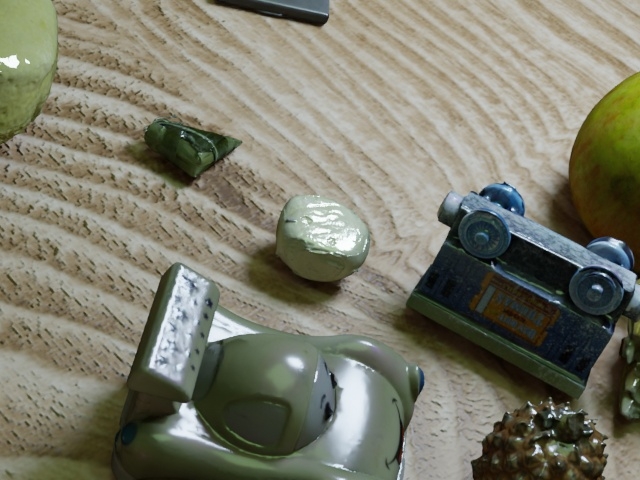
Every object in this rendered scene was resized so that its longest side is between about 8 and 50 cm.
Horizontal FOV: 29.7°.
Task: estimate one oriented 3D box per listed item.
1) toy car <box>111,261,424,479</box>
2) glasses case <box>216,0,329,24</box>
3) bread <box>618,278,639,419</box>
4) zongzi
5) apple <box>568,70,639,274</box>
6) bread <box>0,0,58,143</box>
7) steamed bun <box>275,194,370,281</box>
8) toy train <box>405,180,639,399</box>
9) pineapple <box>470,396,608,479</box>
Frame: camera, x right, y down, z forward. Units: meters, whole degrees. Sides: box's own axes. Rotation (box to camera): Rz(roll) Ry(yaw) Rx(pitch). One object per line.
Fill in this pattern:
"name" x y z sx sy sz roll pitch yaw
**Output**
"toy car" -0.049 0.186 1.365 0.336 0.226 0.242 16 46 -4
"glasses case" -0.079 -0.408 2.009 0.191 0.042 0.072 10 55 -10
"bread" 0.579 0.208 1.573 0.370 0.191 0.314 0 61 21
"zongzi" -0.186 -0.147 1.737 0.109 0.055 0.119 33 36 13
"apple" 0.543 -0.110 1.782 0.339 0.339 0.339 10 47 -11
"bread" -0.507 -0.256 1.605 0.320 0.237 0.320 21 43 -21
"steamed bun" 0.000 0.000 1.638 0.130 0.091 0.112 15 52 -9
"toy train" 0.275 0.059 1.611 0.300 0.202 0.131 29 30 8
"pineapple" 0.267 0.263 1.428 0.166 0.193 0.166 12 43 -11
